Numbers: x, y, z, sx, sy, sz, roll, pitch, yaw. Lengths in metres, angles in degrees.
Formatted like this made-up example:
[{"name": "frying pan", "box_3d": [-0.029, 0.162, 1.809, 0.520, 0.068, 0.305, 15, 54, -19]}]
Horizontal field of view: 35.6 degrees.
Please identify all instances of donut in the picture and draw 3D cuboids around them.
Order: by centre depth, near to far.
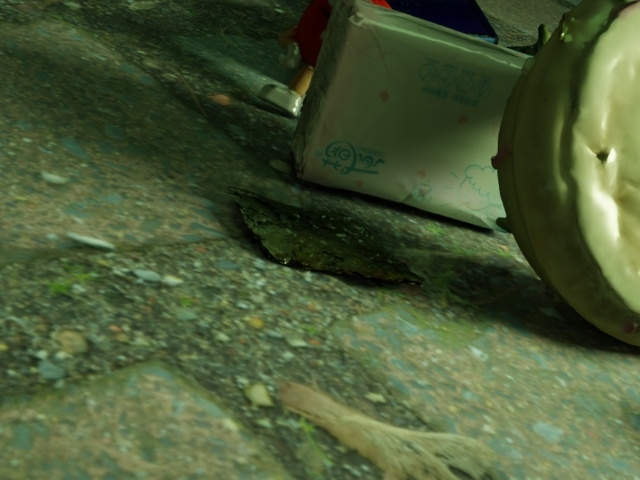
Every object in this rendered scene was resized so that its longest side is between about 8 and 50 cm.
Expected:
[{"name": "donut", "box_3d": [0.318, -0.084, 1.000, 0.307, 0.371, 0.150, 21, -8, -17]}]

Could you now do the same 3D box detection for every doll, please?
[{"name": "doll", "box_3d": [0.034, -0.242, 1.277, 0.183, 0.217, 0.085, 24, -16, 8]}]

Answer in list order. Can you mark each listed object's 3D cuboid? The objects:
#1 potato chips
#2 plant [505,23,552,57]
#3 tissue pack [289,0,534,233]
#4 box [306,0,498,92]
[{"name": "potato chips", "box_3d": [0.000, 0.000, 0.944, 0.209, 0.026, 0.142, 34, 29, 28]}, {"name": "plant", "box_3d": [0.348, -0.162, 1.493, 0.251, 0.180, 0.333, 16, 51, 9]}, {"name": "tissue pack", "box_3d": [0.121, -0.136, 1.107, 0.271, 0.201, 0.124, 14, 16, -14]}, {"name": "box", "box_3d": [0.110, -0.298, 1.481, 0.262, 0.116, 0.279, 3, 25, -1]}]
